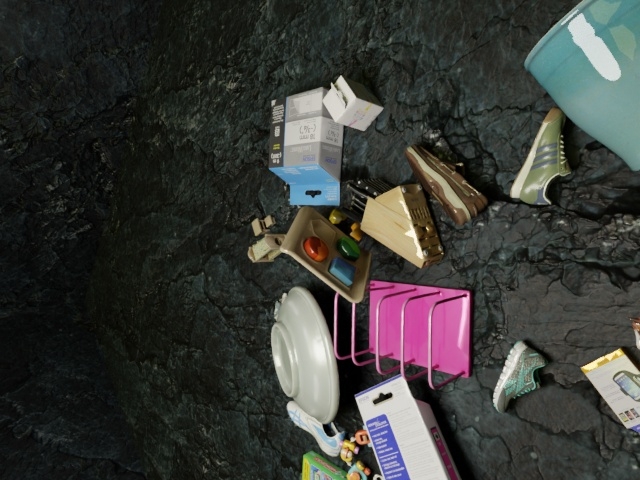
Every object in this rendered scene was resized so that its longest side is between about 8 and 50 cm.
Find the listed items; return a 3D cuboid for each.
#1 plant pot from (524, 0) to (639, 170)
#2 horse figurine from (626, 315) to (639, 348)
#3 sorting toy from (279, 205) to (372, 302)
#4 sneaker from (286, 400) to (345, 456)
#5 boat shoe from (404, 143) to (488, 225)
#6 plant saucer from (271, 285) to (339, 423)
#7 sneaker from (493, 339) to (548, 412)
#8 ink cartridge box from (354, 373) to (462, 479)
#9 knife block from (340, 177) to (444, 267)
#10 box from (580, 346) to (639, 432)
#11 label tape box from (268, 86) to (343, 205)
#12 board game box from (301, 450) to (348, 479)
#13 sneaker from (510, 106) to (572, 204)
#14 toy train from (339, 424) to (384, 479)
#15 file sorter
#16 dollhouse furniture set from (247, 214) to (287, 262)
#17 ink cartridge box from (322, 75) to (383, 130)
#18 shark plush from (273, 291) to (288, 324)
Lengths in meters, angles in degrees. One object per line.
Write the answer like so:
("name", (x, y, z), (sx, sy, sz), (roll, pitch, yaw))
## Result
("plant pot", (0.515, -0.260, 0.650), (0.271, 0.271, 0.255), (-35, 80, 39))
("horse figurine", (0.650, 0.191, 0.640), (0.263, 0.066, 0.175), (-14, 86, 46))
("sorting toy", (0.038, -0.003, 1.064), (0.229, 0.307, 0.041), (35, 124, -10))
("sneaker", (-0.014, 0.562, 1.293), (0.237, 0.085, 0.086), (24, 91, 41))
("boat shoe", (0.299, -0.148, 0.990), (0.095, 0.095, 0.258), (-31, 57, 5))
("plant saucer", (-0.069, 0.338, 1.223), (0.400, 0.100, 0.401), (172, 90, -69))
("sneaker", (0.419, 0.297, 0.873), (0.076, 0.065, 0.167), (26, 109, 38))
("ink cartridge box", (0.218, 0.519, 0.981), (0.175, 0.069, 0.371), (-40, 61, 35))
("knife block", (0.169, -0.043, 1.098), (0.242, 0.088, 0.276), (-26, 79, 50))
("box", (0.558, 0.273, 0.757), (0.081, 0.028, 0.136), (-47, 61, 34))
("label tape box", (-0.049, -0.281, 1.308), (0.240, 0.105, 0.334), (5, 93, 45))
("board game box", (0.024, 0.847, 1.274), (0.213, 0.046, 0.318), (6, 94, 44))
("sneaker", (0.463, -0.160, 0.833), (0.086, 0.064, 0.192), (31, 112, 32))
("toy train", (0.114, 0.605, 1.158), (0.125, 0.046, 0.166), (-15, 82, 19))
("file sorter", (0.190, 0.215, 1.013), (0.290, 0.182, 0.202), (2, 91, 45))
("dollhouse furniture set", (-0.173, -0.035, 1.432), (0.182, 0.101, 0.161), (-35, 66, 39))
("ink cartridge box", (0.083, -0.377, 1.148), (0.090, 0.143, 0.092), (-46, 59, 34))
("shark plush", (-0.127, 0.254, 1.423), (0.067, 0.073, 0.161), (25, 105, 10))
